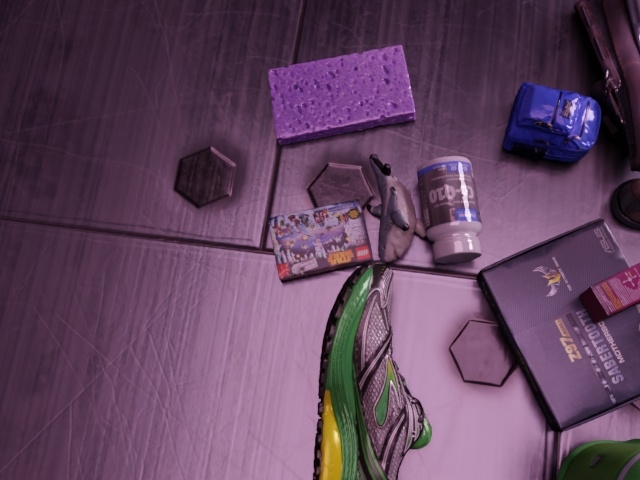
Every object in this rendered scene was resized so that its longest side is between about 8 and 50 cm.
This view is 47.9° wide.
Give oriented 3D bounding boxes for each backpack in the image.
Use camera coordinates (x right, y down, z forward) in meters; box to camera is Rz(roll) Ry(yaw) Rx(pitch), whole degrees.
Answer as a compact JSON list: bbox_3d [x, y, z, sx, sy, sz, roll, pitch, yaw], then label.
[{"bbox_3d":[0.328,-0.162,1.009,0.120,0.101,0.097,17,84,7],"label":"backpack"}]

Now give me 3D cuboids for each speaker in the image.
[{"bbox_3d":[0.346,0.282,0.784,0.131,0.296,0.131,-1,75,5],"label":"speaker"}]

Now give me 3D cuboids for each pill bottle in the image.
[{"bbox_3d":[0.181,-0.041,0.999,0.078,0.078,0.137,-7,75,3],"label":"pill bottle"}]

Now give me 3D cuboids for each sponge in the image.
[{"bbox_3d":[0.030,-0.219,1.084,0.210,0.031,0.117,-10,74,3],"label":"sponge"}]

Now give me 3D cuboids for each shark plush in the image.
[{"bbox_3d":[0.091,-0.052,1.025,0.067,0.073,0.161,-27,77,29],"label":"shark plush"}]

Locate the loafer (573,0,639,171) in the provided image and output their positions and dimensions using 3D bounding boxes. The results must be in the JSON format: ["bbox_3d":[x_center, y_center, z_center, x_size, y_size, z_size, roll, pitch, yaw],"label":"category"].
[{"bbox_3d":[0.424,-0.229,1.029,0.095,0.109,0.302,-7,67,23],"label":"loafer"}]

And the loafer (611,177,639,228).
[{"bbox_3d":[0.540,-0.055,0.968,0.268,0.084,0.096,-1,75,5],"label":"loafer"}]

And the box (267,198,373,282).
[{"bbox_3d":[0.000,0.000,1.030,0.137,0.027,0.093,-13,75,1],"label":"box"}]

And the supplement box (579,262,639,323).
[{"bbox_3d":[0.378,0.064,0.904,0.083,0.055,0.043,-25,74,-5],"label":"supplement box"}]

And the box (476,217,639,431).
[{"bbox_3d":[0.341,0.110,0.954,0.184,0.059,0.232,-23,74,-1],"label":"box"}]

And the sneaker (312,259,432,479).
[{"bbox_3d":[0.069,0.196,0.933,0.147,0.134,0.343,3,84,-1],"label":"sneaker"}]
